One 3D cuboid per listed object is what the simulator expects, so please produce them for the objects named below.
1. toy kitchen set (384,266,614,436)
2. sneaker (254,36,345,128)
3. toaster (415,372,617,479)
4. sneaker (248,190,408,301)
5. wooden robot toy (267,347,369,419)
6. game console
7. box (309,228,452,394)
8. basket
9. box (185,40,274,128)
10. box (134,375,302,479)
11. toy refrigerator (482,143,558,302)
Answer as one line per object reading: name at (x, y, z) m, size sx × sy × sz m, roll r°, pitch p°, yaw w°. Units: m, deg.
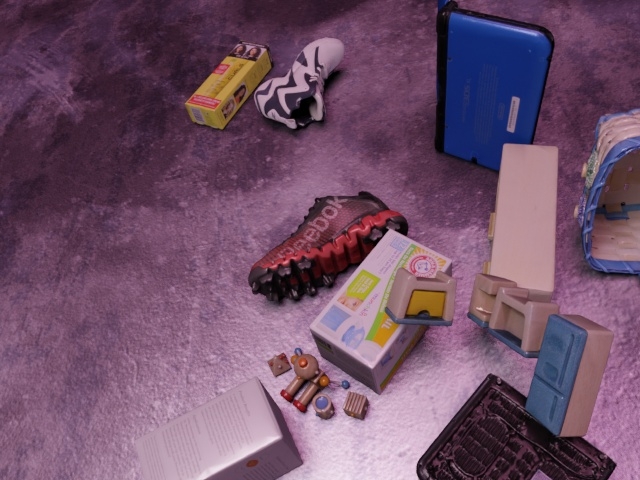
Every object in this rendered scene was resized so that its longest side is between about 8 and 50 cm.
toy kitchen set at (0.188, 0.121, 0.627) m, size 0.166 × 0.122 × 0.207 m, roll 5°, pitch 11°, yaw -16°
sneaker at (-0.009, -0.319, 1.115) m, size 0.235 × 0.094 × 0.153 m, roll -37°, pitch 57°, yaw -14°
toaster at (0.218, 0.284, 0.626) m, size 0.168 × 0.110 × 0.186 m, roll 35°, pitch 68°, yaw 31°
sneaker at (0.000, 0.000, 0.883) m, size 0.276 × 0.097 × 0.135 m, roll -25°, pitch 54°, yaw -9°
wooden robot toy at (-0.017, 0.198, 0.756) m, size 0.173 × 0.079 × 0.076 m, roll 29°, pitch 65°, yaw 28°
game console at (0.278, -0.295, 0.911) m, size 0.250 × 0.293 × 0.173 m, roll 26°, pitch 64°, yaw 26°
box at (0.096, 0.101, 0.785) m, size 0.114 × 0.103 × 0.203 m, roll 29°, pitch 65°, yaw 28°
basket at (0.467, -0.033, 0.720) m, size 0.201 × 0.254 × 0.289 m, roll -5°, pitch 35°, yaw 7°
box at (-0.201, -0.355, 1.201) m, size 0.087 × 0.058 × 0.232 m, roll 20°, pitch 62°, yaw 23°
box at (-0.127, 0.275, 0.693) m, size 0.171 × 0.130 × 0.091 m, roll -26°, pitch 53°, yaw -8°
toy refrigerator at (0.309, -0.018, 0.827) m, size 0.094 × 0.102 × 0.269 m, roll 7°, pitch 57°, yaw 16°
